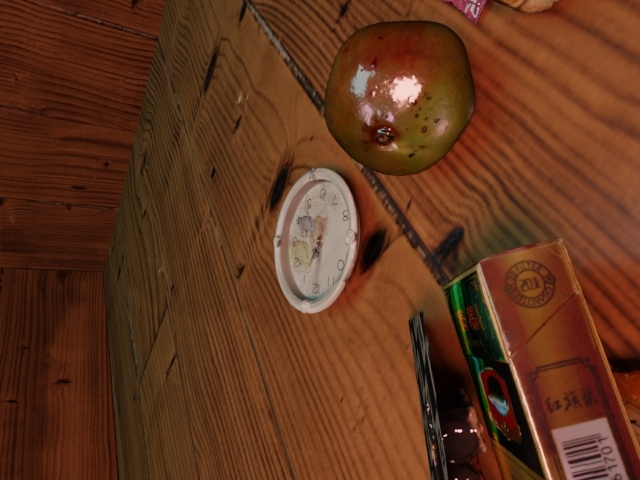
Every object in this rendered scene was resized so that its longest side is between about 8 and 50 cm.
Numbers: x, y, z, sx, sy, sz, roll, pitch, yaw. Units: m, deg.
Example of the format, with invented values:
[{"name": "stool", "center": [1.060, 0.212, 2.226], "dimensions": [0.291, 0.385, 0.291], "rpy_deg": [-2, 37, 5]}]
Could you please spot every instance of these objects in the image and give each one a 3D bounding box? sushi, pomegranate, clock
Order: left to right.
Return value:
[{"name": "clock", "center": [0.000, 0.000, 0.767], "dimensions": [0.236, 0.053, 0.237], "rpy_deg": [-10, 78, 54]}, {"name": "pomegranate", "center": [0.098, -0.181, 0.559], "dimensions": [0.180, 0.179, 0.210], "rpy_deg": [-48, 11, 43]}, {"name": "sushi", "center": [0.135, 0.214, 0.455], "dimensions": [0.264, 0.050, 0.290], "rpy_deg": [58, -155, -75]}]

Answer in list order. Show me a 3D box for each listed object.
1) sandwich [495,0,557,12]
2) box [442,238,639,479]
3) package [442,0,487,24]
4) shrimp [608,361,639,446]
[{"name": "sandwich", "center": [0.258, -0.291, 0.361], "dimensions": [0.254, 0.099, 0.289], "rpy_deg": [-57, 41, 26]}, {"name": "box", "center": [0.172, 0.133, 0.370], "dimensions": [0.159, 0.071, 0.240], "rpy_deg": [58, -163, -76]}, {"name": "package", "center": [0.175, -0.302, 0.558], "dimensions": [0.083, 0.029, 0.059], "rpy_deg": [57, 136, 32]}, {"name": "shrimp", "center": [0.261, 0.147, 0.338], "dimensions": [0.217, 0.051, 0.115], "rpy_deg": [58, 134, 51]}]
